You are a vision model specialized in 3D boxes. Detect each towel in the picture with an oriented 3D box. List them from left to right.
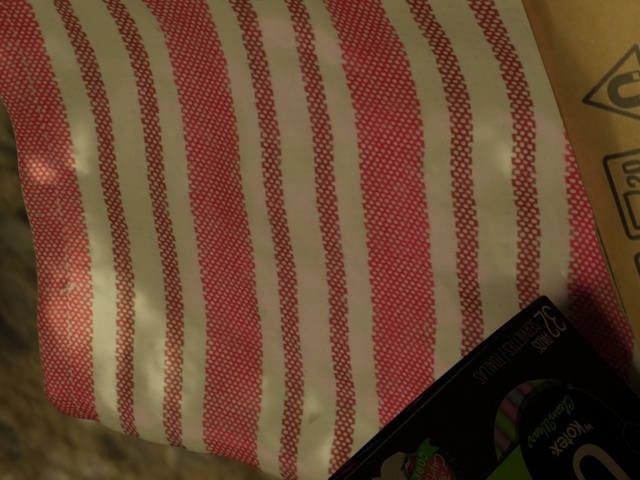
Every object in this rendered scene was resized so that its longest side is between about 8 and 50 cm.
[{"bbox_3d":[0.000,0.000,0.396,0.197,0.029,0.144,12,122,35],"label":"towel"}]

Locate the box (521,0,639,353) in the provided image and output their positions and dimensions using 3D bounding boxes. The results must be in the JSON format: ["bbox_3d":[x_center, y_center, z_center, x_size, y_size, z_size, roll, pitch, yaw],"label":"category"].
[{"bbox_3d":[0.101,-0.066,0.264,0.164,0.021,0.201,-12,104,35],"label":"box"}]

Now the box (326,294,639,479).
[{"bbox_3d":[0.029,0.062,0.335,0.062,0.083,0.052,48,133,5],"label":"box"}]
